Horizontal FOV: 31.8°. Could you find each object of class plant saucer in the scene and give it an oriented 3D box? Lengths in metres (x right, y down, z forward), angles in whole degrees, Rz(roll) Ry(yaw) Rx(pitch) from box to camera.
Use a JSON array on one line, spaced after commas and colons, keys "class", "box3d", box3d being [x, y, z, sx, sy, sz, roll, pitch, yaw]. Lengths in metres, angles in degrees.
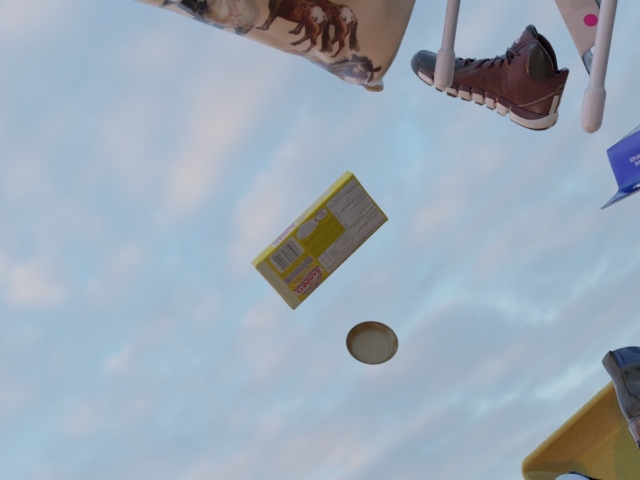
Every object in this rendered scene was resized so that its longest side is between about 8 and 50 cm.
[{"class": "plant saucer", "box3d": [0.513, 0.373, 1.677, 0.081, 0.333, 0.333, 2, -44, -50]}, {"class": "plant saucer", "box3d": [0.081, 0.164, 1.769, 0.083, 0.083, 0.015, -26, -35, -21]}]

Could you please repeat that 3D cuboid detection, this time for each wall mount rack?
[{"class": "wall mount rack", "box3d": [0.225, -0.266, 0.976, 0.304, 0.350, 0.130, -51, -56, -7]}]

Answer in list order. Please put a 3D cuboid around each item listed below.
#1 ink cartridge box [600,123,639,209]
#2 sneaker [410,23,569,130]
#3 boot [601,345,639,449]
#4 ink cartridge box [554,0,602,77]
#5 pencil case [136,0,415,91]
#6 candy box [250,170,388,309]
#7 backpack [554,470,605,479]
[{"class": "ink cartridge box", "box3d": [0.515, -0.175, 1.544, 0.332, 0.065, 0.165, -38, 1, -23]}, {"class": "sneaker", "box3d": [0.307, -0.317, 1.966, 0.106, 0.281, 0.163, -49, -19, -57]}, {"class": "boot", "box3d": [0.405, 0.156, 1.223, 0.219, 0.106, 0.082, -1, -39, -33]}, {"class": "ink cartridge box", "box3d": [0.360, -0.417, 1.607, 0.069, 0.176, 0.371, -12, -56, 31]}, {"class": "pencil case", "box3d": [-0.093, -0.272, 1.073, 0.410, 0.160, 0.184, 16, -54, -18]}, {"class": "candy box", "box3d": [0.000, 0.000, 1.708, 0.206, 0.027, 0.105, -43, -57, -7]}, {"class": "backpack", "box3d": [0.285, 0.398, 1.210, 0.213, 0.263, 0.277, -14, -48, -19]}]
